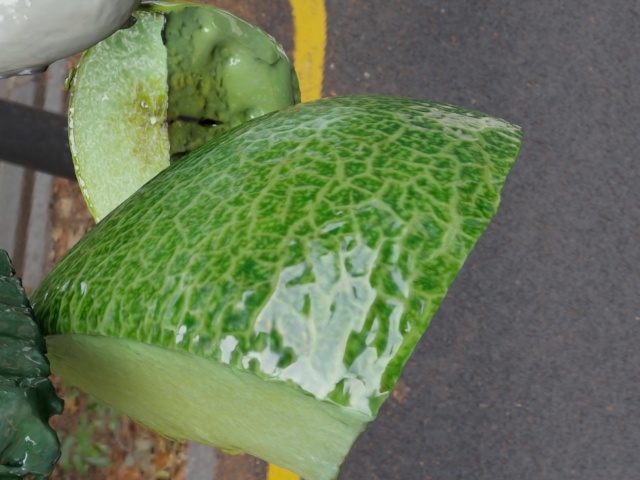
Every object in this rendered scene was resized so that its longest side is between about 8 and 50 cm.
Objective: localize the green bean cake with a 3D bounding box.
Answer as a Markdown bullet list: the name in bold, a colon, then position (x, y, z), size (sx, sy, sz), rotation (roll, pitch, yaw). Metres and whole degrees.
- **green bean cake**: position (-0.232, 0.109, 0.482), size (0.208, 0.107, 0.193), rotation (49, 121, 49)

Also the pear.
- **pear**: position (-0.169, -0.160, 1.188), size (0.239, 0.318, 0.342), rotation (13, 109, 37)

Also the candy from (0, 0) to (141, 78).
- **candy**: position (-0.429, -0.346, 0.984), size (0.186, 0.427, 0.386), rotation (81, 166, -54)

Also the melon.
- **melon**: position (0.000, 0.000, 0.606), size (0.331, 0.226, 0.343), rotation (-11, 38, 44)
